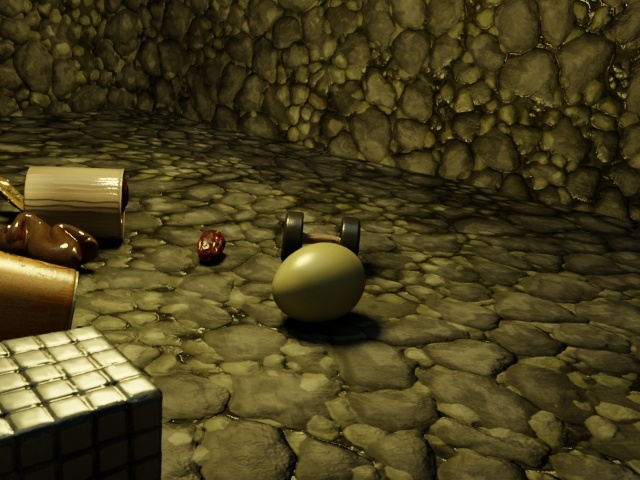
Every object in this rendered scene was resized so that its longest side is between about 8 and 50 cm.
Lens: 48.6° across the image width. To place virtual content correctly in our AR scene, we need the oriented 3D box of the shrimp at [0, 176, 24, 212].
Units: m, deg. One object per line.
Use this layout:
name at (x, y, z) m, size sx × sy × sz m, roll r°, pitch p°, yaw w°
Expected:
shrimp at (-0.927, -0.139, 2.129) m, size 0.051 × 0.187 × 0.132 m, roll -51°, pitch 31°, yaw -15°

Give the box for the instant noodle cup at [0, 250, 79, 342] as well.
instant noodle cup at (-0.569, 0.127, 1.375) m, size 0.172 × 0.215 × 0.216 m, roll 9°, pitch 16°, yaw -20°

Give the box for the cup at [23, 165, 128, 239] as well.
cup at (-0.698, -0.118, 2.059) m, size 0.273 × 0.208 × 0.288 m, roll 1°, pitch 20°, yaw -13°

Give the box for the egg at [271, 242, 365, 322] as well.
egg at (-0.004, 0.101, 1.667) m, size 0.242 × 0.186 × 0.186 m, roll -20°, pitch 31°, yaw -35°

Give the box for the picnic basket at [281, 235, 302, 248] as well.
picnic basket at (-0.083, -0.011, 2.145) m, size 0.072 × 0.083 × 0.072 m, roll 5°, pitch 18°, yaw -2°

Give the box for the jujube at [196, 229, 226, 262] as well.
jujube at (-0.312, 0.018, 2.002) m, size 0.077 × 0.077 × 0.129 m, roll 8°, pitch 27°, yaw 4°

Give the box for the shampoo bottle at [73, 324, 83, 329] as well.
shampoo bottle at (-0.404, 0.231, 1.309) m, size 0.067 × 0.068 × 0.236 m, roll -9°, pitch 23°, yaw -34°

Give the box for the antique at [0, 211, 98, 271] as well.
antique at (-0.708, 0.022, 1.779) m, size 0.257 × 0.121 × 0.143 m, roll 17°, pitch 28°, yaw 9°

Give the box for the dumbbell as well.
dumbbell at (0.000, 0.000, 2.034) m, size 0.218 × 0.152 × 0.152 m, roll 6°, pitch 18°, yaw -1°

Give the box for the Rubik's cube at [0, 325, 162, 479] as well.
Rubik's cube at (-0.359, 0.273, 0.924) m, size 0.238 × 0.237 × 0.237 m, roll -10°, pitch 23°, yaw -40°
